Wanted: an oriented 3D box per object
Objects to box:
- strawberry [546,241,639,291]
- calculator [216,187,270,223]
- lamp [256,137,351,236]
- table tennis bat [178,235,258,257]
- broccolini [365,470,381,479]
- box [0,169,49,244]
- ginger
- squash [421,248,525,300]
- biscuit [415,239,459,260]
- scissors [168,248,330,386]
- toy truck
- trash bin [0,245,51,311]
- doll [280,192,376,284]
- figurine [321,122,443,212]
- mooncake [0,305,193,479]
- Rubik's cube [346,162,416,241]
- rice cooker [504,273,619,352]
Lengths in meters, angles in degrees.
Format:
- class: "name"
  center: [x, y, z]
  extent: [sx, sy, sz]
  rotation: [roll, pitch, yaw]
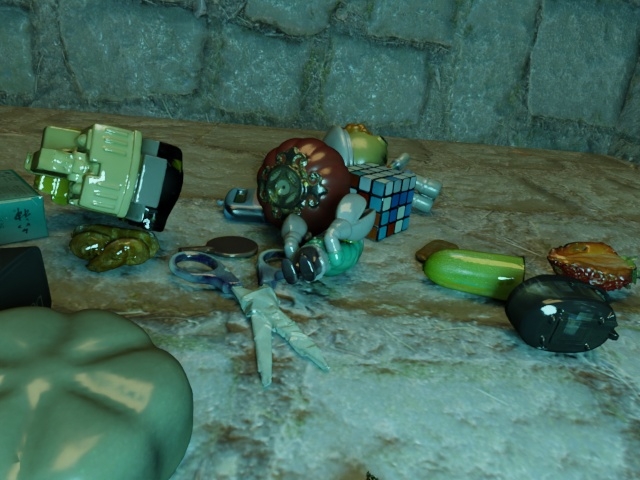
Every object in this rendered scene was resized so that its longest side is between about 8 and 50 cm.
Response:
- class: "strawberry"
  center: [0.573, 0.063, 0.954]
  extent: [0.192, 0.085, 0.140]
  rotation: [-15, 37, -29]
- class: "calculator"
  center: [-0.123, -0.091, 1.196]
  extent: [0.293, 0.051, 0.173]
  rotation: [3, 24, -6]
- class: "lamp"
  center: [-0.036, -0.121, 1.040]
  extent: [0.227, 0.227, 0.227]
  rotation: [5, 23, -2]
- class: "table tennis bat"
  center: [-0.207, -0.030, 0.942]
  extent: [0.170, 0.119, 0.107]
  rotation: [-8, 25, -34]
- class: "broccolini"
  center: [-0.018, 0.269, 0.394]
  extent: [0.218, 0.042, 0.044]
  rotation: [-15, 31, -29]
- class: "box"
  center: [-0.695, -0.073, 0.960]
  extent: [0.153, 0.092, 0.245]
  rotation: [-16, 30, -41]
- class: "ginger"
  center: [-0.391, 0.017, 0.847]
  extent: [0.162, 0.073, 0.103]
  rotation: [8, 19, -8]
- class: "squash"
  center: [0.292, 0.062, 0.887]
  extent: [0.188, 0.095, 0.095]
  rotation: [8, 22, 14]
- class: "biscuit"
  center: [0.272, 0.026, 1.054]
  extent: [0.071, 0.018, 0.147]
  rotation: [21, 28, 30]
- class: "scissors"
  center: [-0.106, 0.105, 0.757]
  extent: [0.256, 0.029, 0.383]
  rotation: [0, 25, -24]
- class: "toy truck"
  center: [-0.455, -0.140, 0.927]
  extent: [0.254, 0.181, 0.405]
  rotation: [15, -1, -40]
- class: "trash bin"
  center: [-0.517, 0.088, 0.601]
  extent: [0.225, 0.115, 0.165]
  rotation: [-1, 24, -6]
- class: "doll"
  center: [0.020, -0.004, 0.865]
  extent: [0.195, 0.153, 0.258]
  rotation: [-12, 9, -2]
- class: "figurine"
  center: [0.167, -0.210, 1.331]
  extent: [0.381, 0.225, 0.205]
  rotation: [13, 27, 16]
- class: "mooncake"
  center: [-0.263, 0.169, 0.436]
  extent: [0.275, 0.135, 0.275]
  rotation: [8, 24, -4]
- class: "Rubik's cube"
  center: [0.133, -0.104, 1.164]
  extent: [0.155, 0.151, 0.154]
  rotation: [21, 26, 35]
- class: "rice cooker"
  center: [0.388, 0.120, 0.737]
  extent: [0.165, 0.112, 0.106]
  rotation: [6, 28, 0]
